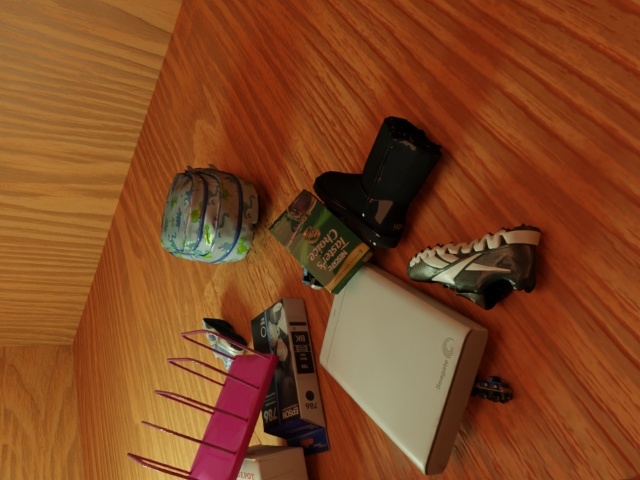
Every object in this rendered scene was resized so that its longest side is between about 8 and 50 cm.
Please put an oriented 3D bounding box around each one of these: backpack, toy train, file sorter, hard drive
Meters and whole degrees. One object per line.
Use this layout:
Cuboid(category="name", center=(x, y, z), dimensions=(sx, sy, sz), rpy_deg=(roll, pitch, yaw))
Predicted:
Cuboid(category="backpack", center=(-0.302, -0.064, 1.427), dimensions=(0.356, 0.273, 0.289), rpy_deg=(16, 91, 42))
Cuboid(category="toy train", center=(0.221, 0.215, 0.799), dimensions=(0.158, 0.027, 0.036), rpy_deg=(-4, 71, 55))
Cuboid(category="toy train", center=(0.007, 0.011, 1.073), dimensions=(0.105, 0.080, 0.184), rpy_deg=(92, -172, -79))
Cuboid(category="file sorter", center=(-0.255, 0.353, 1.125), dimensions=(0.202, 0.182, 0.290), rpy_deg=(-20, 45, 55))
Cuboid(category="hard drive", center=(0.116, 0.187, 0.903), dimensions=(0.353, 0.047, 0.232), rpy_deg=(31, 110, 59))

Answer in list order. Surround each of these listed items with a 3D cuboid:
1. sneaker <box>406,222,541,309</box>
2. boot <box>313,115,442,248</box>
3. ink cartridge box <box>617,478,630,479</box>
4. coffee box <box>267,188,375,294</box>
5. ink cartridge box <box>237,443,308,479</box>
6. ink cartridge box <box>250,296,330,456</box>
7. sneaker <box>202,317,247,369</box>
Cuboid(category="sneaker", center=(0.218, 0.053, 0.784), dimensions=(0.234, 0.078, 0.106), rpy_deg=(-20, 66, 50))
Cuboid(category="boot", center=(0.099, -0.131, 0.966), dimensions=(0.246, 0.094, 0.207), rpy_deg=(46, 123, 43))
Cuboid(category="ink cartridge box", center=(0.352, 0.381, 0.570), dimensions=(0.179, 0.045, 0.145), rpy_deg=(54, 128, 47))
Cuboid(category="coffee box", center=(0.000, 0.000, 0.989), dimensions=(0.113, 0.040, 0.184), rpy_deg=(-48, 67, 6))
Cuboid(category="ink cartridge box", center=(-0.109, 0.583, 1.103), dimensions=(0.207, 0.117, 0.282), rpy_deg=(-25, 72, 51))
Cuboid(category="ink cartridge box", center=(-0.076, 0.309, 1.175), dimensions=(0.165, 0.065, 0.332), rpy_deg=(-39, 55, 45))
Cuboid(category="sneaker", center=(-0.278, 0.275, 1.451), dimensions=(0.211, 0.080, 0.081), rpy_deg=(32, 108, 54))
